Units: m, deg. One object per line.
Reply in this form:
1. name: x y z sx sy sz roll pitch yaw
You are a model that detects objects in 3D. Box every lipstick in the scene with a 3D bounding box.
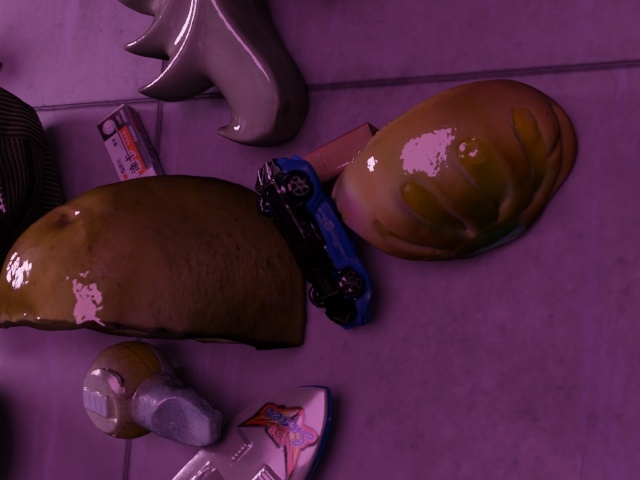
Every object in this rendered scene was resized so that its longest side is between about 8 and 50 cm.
1. lipstick: 0.008 -0.086 1.245 0.145 0.045 0.045 -27 68 20

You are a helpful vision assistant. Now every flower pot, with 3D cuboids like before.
1. flower pot: -0.106 -0.316 1.269 0.254 0.164 0.368 21 101 18

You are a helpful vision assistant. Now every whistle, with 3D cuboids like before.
1. whistle: -0.194 0.187 1.248 0.223 0.123 0.123 14 87 36

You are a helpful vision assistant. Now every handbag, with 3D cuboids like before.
1. handbag: -0.506 -0.040 1.371 0.340 0.247 0.240 -36 68 4

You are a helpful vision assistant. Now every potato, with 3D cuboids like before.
1. potato: -0.219 0.010 1.209 0.330 0.280 0.213 0 83 27

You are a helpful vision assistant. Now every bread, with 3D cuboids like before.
1. bread: 0.140 -0.073 1.117 0.260 0.156 0.158 -33 66 17

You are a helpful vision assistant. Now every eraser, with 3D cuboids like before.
1. eraser: -0.250 -0.118 1.384 0.052 0.029 0.122 -33 67 17

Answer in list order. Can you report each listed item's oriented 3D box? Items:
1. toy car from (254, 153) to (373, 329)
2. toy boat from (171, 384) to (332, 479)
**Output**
1. toy car: 0.000 0.000 1.191 0.063 0.103 0.216 -31 92 -25
2. toy boat: -0.088 0.273 1.199 0.295 0.088 0.129 -48 64 11
